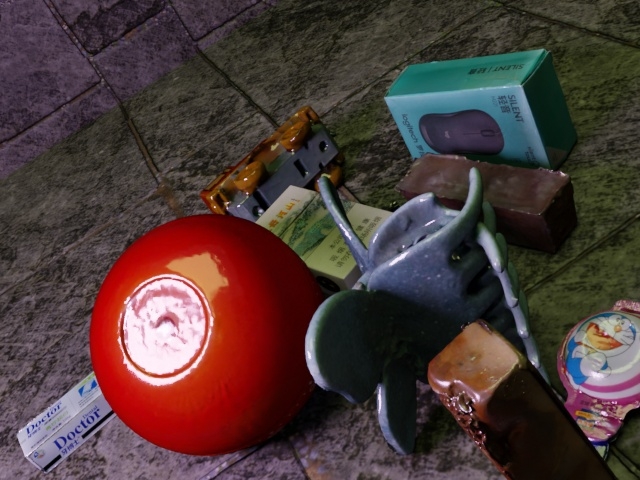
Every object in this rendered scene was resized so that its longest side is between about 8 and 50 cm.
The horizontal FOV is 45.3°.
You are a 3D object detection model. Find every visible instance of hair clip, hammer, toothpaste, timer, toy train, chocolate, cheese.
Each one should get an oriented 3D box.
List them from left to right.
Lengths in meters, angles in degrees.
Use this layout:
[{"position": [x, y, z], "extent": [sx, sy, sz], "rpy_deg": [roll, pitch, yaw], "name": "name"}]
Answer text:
[{"position": [-0.414, 0.291, 1.461], "extent": [0.336, 0.067, 0.081], "rpy_deg": [-41, 35, -13], "name": "toothpaste"}, {"position": [-0.177, 0.146, 1.212], "extent": [0.378, 0.279, 0.377], "rpy_deg": [-4, 76, 17], "name": "timer"}, {"position": [-0.117, -0.131, 1.704], "extent": [0.369, 0.163, 0.232], "rpy_deg": [-46, 28, -21], "name": "toy train"}, {"position": [0.154, -0.016, 1.454], "extent": [0.078, 0.021, 0.201], "rpy_deg": [-34, 32, -5], "name": "hammer"}, {"position": [0.155, 0.090, 1.055], "extent": [0.239, 0.318, 0.392], "rpy_deg": [-19, 33, 16], "name": "hair clip"}, {"position": [0.286, -0.068, 1.342], "extent": [0.321, 0.112, 0.112], "rpy_deg": [16, 56, 46], "name": "chocolate"}, {"position": [0.369, 0.180, 0.993], "extent": [0.155, 0.062, 0.244], "rpy_deg": [13, 64, 44], "name": "cheese"}]

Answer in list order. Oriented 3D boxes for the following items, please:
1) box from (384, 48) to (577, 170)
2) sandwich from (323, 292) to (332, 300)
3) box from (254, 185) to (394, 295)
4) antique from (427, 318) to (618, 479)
[{"position": [0.300, -0.236, 1.464], "extent": [0.311, 0.205, 0.118], "rpy_deg": [5, 49, 41], "name": "box"}, {"position": [-0.080, 0.087, 1.441], "extent": [0.251, 0.087, 0.226], "rpy_deg": [-25, 35, 6], "name": "sandwich"}, {"position": [0.000, 0.000, 1.368], "extent": [0.257, 0.069, 0.164], "rpy_deg": [17, 55, 38], "name": "box"}, {"position": [0.225, 0.214, 0.827], "extent": [0.093, 0.310, 0.087], "rpy_deg": [-42, 35, -2], "name": "antique"}]
